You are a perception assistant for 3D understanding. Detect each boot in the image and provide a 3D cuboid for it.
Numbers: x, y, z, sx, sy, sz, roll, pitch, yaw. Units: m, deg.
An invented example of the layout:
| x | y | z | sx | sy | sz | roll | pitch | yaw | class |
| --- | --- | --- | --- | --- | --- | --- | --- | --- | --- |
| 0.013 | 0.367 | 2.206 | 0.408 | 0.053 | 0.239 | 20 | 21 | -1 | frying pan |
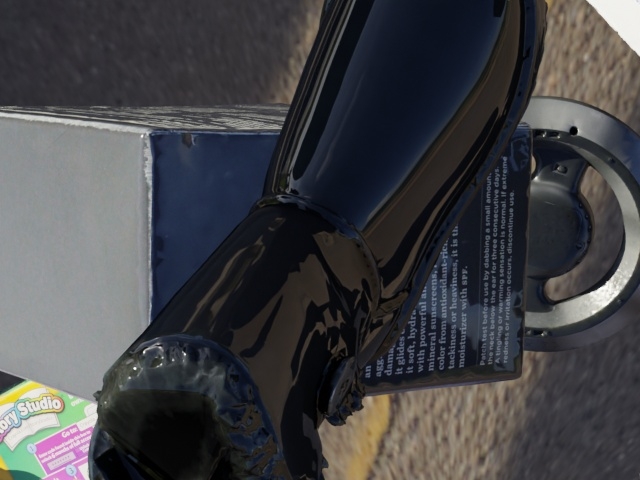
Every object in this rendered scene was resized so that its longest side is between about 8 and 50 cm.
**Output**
| x | y | z | sx | sy | sz | roll | pitch | yaw | class |
| --- | --- | --- | --- | --- | --- | --- | --- | --- | --- |
| 0.000 | 0.000 | 0.712 | 0.094 | 0.207 | 0.246 | 25 | 125 | 9 | boot |

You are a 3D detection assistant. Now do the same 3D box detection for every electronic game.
| x | y | z | sx | sy | sz | roll | pitch | yaw | class |
| --- | --- | --- | --- | --- | --- | --- | --- | --- | --- |
| 0.187 | -0.012 | 1.553 | 0.229 | 0.048 | 0.229 | 3 | 111 | 8 | electronic game |

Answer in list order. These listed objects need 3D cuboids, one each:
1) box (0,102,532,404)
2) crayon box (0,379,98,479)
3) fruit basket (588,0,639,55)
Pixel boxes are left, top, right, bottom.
| x | y | z | sx | sy | sz | roll | pitch | yaw | class |
| --- | --- | --- | --- | --- | --- | --- | --- | --- | --- |
| -0.067 | 0.001 | 1.222 | 0.294 | 0.296 | 0.182 | -2 | 97 | -35 | box |
| -0.164 | 0.163 | 1.625 | 0.278 | 0.081 | 0.165 | -28 | 94 | 24 | crayon box |
| 0.186 | -0.245 | 0.634 | 0.353 | 0.165 | 0.327 | -52 | 37 | 17 | fruit basket |
